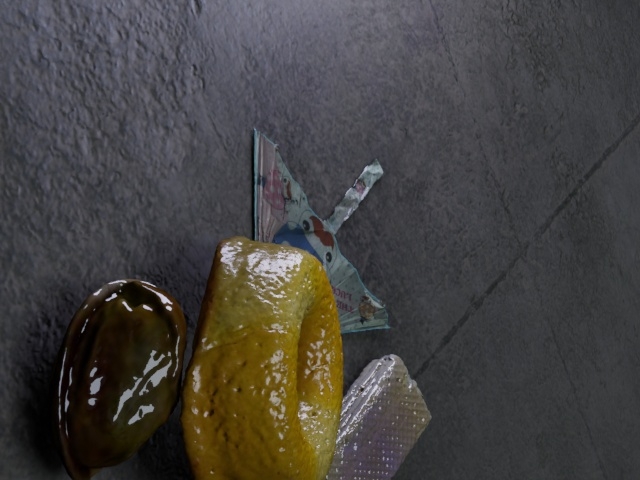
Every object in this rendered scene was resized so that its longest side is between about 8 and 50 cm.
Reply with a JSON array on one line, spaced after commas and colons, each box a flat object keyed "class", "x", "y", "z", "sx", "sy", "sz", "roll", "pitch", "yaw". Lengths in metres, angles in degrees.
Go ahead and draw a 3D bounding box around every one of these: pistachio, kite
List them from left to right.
[{"class": "pistachio", "x": -0.197, "y": 0.138, "z": 1.458, "sx": 0.165, "sy": 0.130, "sz": 0.210, "roll": 40, "pitch": 67, "yaw": -44}, {"class": "kite", "x": 0.000, "y": 0.000, "z": 1.788, "sx": 0.335, "sy": 0.011, "sz": 0.314, "roll": 58, "pitch": 48, "yaw": -30}]

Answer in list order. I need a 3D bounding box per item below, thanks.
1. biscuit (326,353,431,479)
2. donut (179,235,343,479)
[{"class": "biscuit", "x": 0.045, "y": 0.247, "z": 1.783, "sx": 0.239, "sy": 0.061, "sz": 0.108, "roll": -50, "pitch": 121, "yaw": -41}, {"class": "donut", "x": -0.050, "y": 0.143, "z": 1.559, "sx": 0.303, "sy": 0.110, "sz": 0.303, "roll": 0, "pitch": 90, "yaw": -75}]
